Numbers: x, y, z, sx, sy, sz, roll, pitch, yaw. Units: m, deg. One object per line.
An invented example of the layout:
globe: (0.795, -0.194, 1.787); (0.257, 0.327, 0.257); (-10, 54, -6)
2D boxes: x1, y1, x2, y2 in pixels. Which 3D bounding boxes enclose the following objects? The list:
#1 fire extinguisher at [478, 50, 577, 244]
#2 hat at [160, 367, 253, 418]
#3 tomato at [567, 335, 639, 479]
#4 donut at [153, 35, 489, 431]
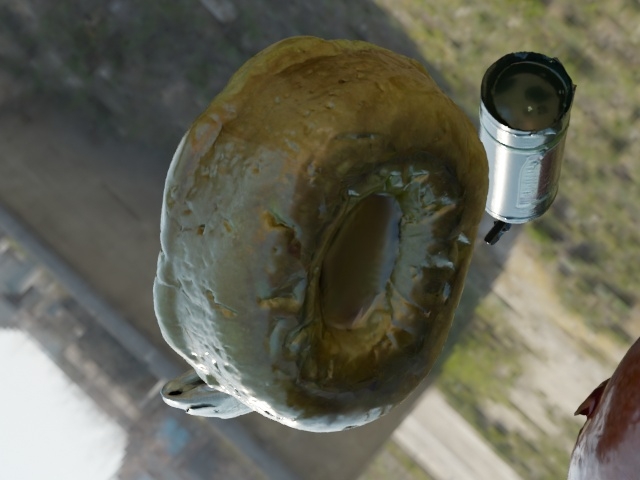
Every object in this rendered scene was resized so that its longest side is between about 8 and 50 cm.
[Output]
fire extinguisher: (0.209, -0.083, 1.571); (0.093, 0.118, 0.294); (36, 163, 18)
hat: (-0.023, 0.073, 1.365); (0.226, 0.219, 0.164); (5, 148, 27)
tomato: (0.287, 0.149, 0.899); (0.265, 0.265, 0.265); (42, 171, 8)
donut: (0.000, 0.000, 1.006); (0.208, 0.261, 0.128); (-3, -158, -32)
